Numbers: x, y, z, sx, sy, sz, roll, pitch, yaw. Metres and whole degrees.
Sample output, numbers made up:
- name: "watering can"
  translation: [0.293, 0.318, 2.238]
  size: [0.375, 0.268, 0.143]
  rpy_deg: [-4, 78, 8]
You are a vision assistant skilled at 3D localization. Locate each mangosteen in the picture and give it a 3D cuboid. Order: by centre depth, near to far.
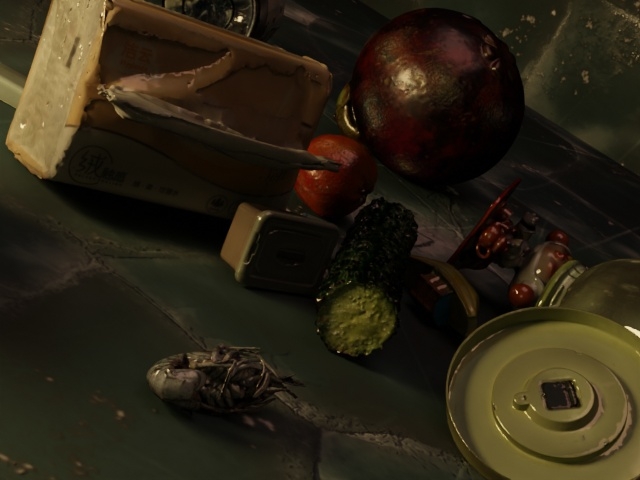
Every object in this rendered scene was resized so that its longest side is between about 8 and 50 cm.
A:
- name: "mangosteen"
  translation: [0.176, -0.228, 1.988]
  size: [0.306, 0.359, 0.306]
  rpy_deg: [25, 49, -34]

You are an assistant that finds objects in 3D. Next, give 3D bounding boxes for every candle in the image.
- name: "candle"
  translation: [-0.163, -0.427, 2.104]
  size: [0.187, 0.187, 0.330]
  rpy_deg: [29, 18, 3]

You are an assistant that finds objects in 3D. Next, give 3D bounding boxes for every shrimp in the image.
- name: "shrimp"
  translation: [-0.077, 0.122, 1.012]
  size: [0.165, 0.057, 0.065]
  rpy_deg: [4, 13, -31]

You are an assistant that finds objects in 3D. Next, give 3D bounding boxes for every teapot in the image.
- name: "teapot"
  translation: [0.341, 0.156, 1.361]
  size: [0.239, 0.322, 0.239]
  rpy_deg: [23, -27, 33]

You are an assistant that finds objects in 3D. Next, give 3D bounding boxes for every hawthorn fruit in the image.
- name: "hawthorn fruit"
  translation: [0.016, -0.089, 1.597]
  size: [0.128, 0.128, 0.128]
  rpy_deg: [25, 19, -9]

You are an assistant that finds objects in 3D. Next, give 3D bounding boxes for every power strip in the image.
- name: "power strip"
  translation: [-0.315, -0.155, 1.426]
  size: [0.252, 0.027, 0.060]
  rpy_deg: [29, 18, 2]

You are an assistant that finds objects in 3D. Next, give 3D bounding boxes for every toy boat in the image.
- name: "toy boat"
  translation: [0.144, 0.065, 1.458]
  size: [0.066, 0.065, 0.172]
  rpy_deg: [-10, 32, -26]

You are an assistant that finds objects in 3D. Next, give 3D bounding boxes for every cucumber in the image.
- name: "cucumber"
  translation: [0.062, 0.022, 1.371]
  size: [0.096, 0.096, 0.359]
  rpy_deg: [28, 22, -2]

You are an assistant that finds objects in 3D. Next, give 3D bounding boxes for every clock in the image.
- name: "clock"
  translation: [0.244, 0.163, 1.179]
  size: [0.234, 0.029, 0.235]
  rpy_deg: [-3, 46, 3]

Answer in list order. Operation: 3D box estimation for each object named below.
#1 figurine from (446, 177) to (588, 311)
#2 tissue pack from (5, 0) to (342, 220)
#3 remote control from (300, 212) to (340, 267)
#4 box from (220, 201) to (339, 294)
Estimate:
- name: "figurine"
  translation: [0.301, 0.054, 1.595]
  size: [0.226, 0.160, 0.183]
  rpy_deg: [40, 22, 8]
- name: "tissue pack"
  translation: [-0.146, -0.134, 1.282]
  size: [0.305, 0.239, 0.238]
  rpy_deg: [14, 24, -38]
- name: "remote control"
  translation: [0.000, 0.000, 1.484]
  size: [0.053, 0.018, 0.124]
  rpy_deg: [24, 20, -17]
- name: "box"
  translation: [-0.048, 0.006, 1.304]
  size: [0.122, 0.089, 0.062]
  rpy_deg: [12, 15, -41]
